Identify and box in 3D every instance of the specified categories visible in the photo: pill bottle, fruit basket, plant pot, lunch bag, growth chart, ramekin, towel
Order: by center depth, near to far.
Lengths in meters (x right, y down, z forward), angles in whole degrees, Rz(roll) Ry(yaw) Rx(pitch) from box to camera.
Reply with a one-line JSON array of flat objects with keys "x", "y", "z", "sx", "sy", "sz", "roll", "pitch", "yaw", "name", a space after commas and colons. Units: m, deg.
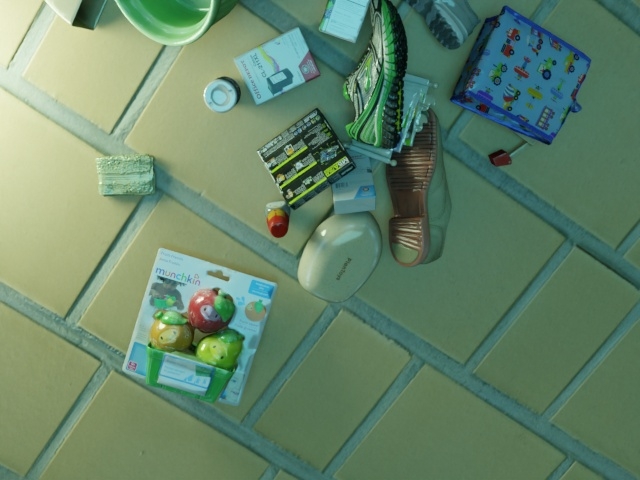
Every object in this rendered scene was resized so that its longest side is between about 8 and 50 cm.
[{"x": -0.312, "y": -0.596, "z": 1.535, "sx": 0.303, "sy": 0.148, "sz": 0.304, "roll": 18, "pitch": 131, "yaw": 22, "name": "ramekin"}, {"x": -0.568, "y": -0.563, "z": 1.627, "sx": 0.096, "sy": 0.109, "sz": 0.109, "roll": 30, "pitch": 104, "yaw": 4, "name": "plant pot"}, {"x": 0.495, "y": -0.377, "z": 1.666, "sx": 0.293, "sy": 0.138, "sz": 0.221, "roll": 24, "pitch": 91, "yaw": -8, "name": "lunch bag"}, {"x": -0.231, "y": -0.350, "z": 1.676, "sx": 0.078, "sy": 0.137, "sz": 0.078, "roll": 0, "pitch": 108, "yaw": -1, "name": "pill bottle"}, {"x": 0.174, "y": -0.301, "z": 1.720, "sx": 0.172, "sy": 0.021, "sz": 0.237, "roll": 28, "pitch": 97, "yaw": 15, "name": "growth chart"}, {"x": -0.493, "y": -0.165, "z": 1.782, "sx": 0.148, "sy": 0.027, "sz": 0.110, "roll": -1, "pitch": 106, "yaw": -1, "name": "towel"}, {"x": -0.316, "y": 0.233, "z": 1.836, "sx": 0.326, "sy": 0.165, "sz": 0.353, "roll": 19, "pitch": 102, "yaw": -7, "name": "fruit basket"}]

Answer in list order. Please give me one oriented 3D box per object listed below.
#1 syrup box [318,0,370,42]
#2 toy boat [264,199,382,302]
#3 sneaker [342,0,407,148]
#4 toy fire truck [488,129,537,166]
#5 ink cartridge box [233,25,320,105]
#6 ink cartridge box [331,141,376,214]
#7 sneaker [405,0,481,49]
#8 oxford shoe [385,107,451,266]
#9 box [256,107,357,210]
[{"x": 0.077, "y": -0.588, "z": 1.636, "sx": 0.096, "sy": 0.093, "sz": 0.237, "roll": 18, "pitch": 105, "yaw": -6, "name": "syrup box"}, {"x": 0.000, "y": 0.000, "z": 1.797, "sx": 0.318, "sy": 0.148, "sz": 0.268, "roll": 29, "pitch": 109, "yaw": -17, "name": "toy boat"}, {"x": 0.119, "y": -0.387, "z": 1.627, "sx": 0.146, "sy": 0.134, "sz": 0.344, "roll": 8, "pitch": 106, "yaw": 15, "name": "sneaker"}, {"x": 0.505, "y": -0.278, "z": 1.763, "sx": 0.192, "sy": 0.047, "sz": 0.135, "roll": -22, "pitch": 106, "yaw": 4, "name": "toy fire truck"}, {"x": -0.104, "y": -0.418, "z": 1.693, "sx": 0.175, "sy": 0.072, "sz": 0.128, "roll": -25, "pitch": 106, "yaw": 5, "name": "ink cartridge box"}, {"x": 0.076, "y": -0.158, "z": 1.751, "sx": 0.104, "sy": 0.180, "sz": 0.060, "roll": -6, "pitch": 146, "yaw": 1, "name": "ink cartridge box"}, {"x": 0.270, "y": -0.591, "z": 1.656, "sx": 0.115, "sy": 0.105, "sz": 0.281, "roll": -40, "pitch": 103, "yaw": -21, "name": "sneaker"}, {"x": 0.258, "y": -0.135, "z": 1.777, "sx": 0.146, "sy": 0.140, "sz": 0.397, "roll": -2, "pitch": 100, "yaw": -45, "name": "oxford shoe"}, {"x": -0.036, "y": -0.200, "z": 1.724, "sx": 0.190, "sy": 0.045, "sz": 0.184, "roll": -35, "pitch": 69, "yaw": 8, "name": "box"}]
